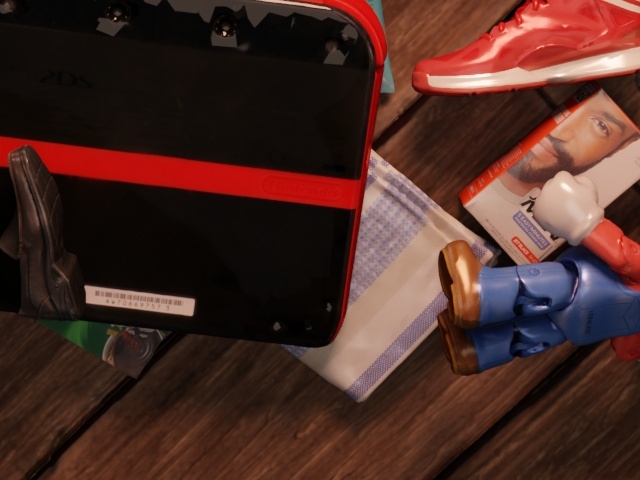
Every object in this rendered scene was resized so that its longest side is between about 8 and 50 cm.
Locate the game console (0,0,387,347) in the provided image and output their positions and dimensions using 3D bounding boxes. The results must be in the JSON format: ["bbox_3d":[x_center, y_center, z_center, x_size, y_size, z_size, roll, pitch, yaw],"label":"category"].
[{"bbox_3d":[-0.147,-0.081,1.701,0.386,0.060,0.342,7,112,-4],"label":"game console"}]

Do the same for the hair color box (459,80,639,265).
[{"bbox_3d":[0.222,-0.059,1.756,0.167,0.053,0.093,-42,103,9],"label":"hair color box"}]

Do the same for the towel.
[{"bbox_3d":[0.000,0.000,1.776,0.285,0.034,0.209,39,106,-9],"label":"towel"}]

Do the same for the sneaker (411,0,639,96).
[{"bbox_3d":[0.185,-0.201,1.712,0.221,0.087,0.128,-8,95,-7],"label":"sneaker"}]

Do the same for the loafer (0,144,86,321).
[{"bbox_3d":[-0.256,-0.002,1.668,0.061,0.062,0.170,-8,111,7],"label":"loafer"}]

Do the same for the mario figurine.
[{"bbox_3d":[0.264,0.031,1.733,0.320,0.198,0.170,-6,79,-6],"label":"mario figurine"}]

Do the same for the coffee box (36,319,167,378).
[{"bbox_3d":[-0.222,0.038,1.778,0.184,0.040,0.113,33,103,-10],"label":"coffee box"}]

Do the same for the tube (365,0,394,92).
[{"bbox_3d":[0.022,-0.230,1.707,0.080,0.052,0.207,0,112,8],"label":"tube"}]
